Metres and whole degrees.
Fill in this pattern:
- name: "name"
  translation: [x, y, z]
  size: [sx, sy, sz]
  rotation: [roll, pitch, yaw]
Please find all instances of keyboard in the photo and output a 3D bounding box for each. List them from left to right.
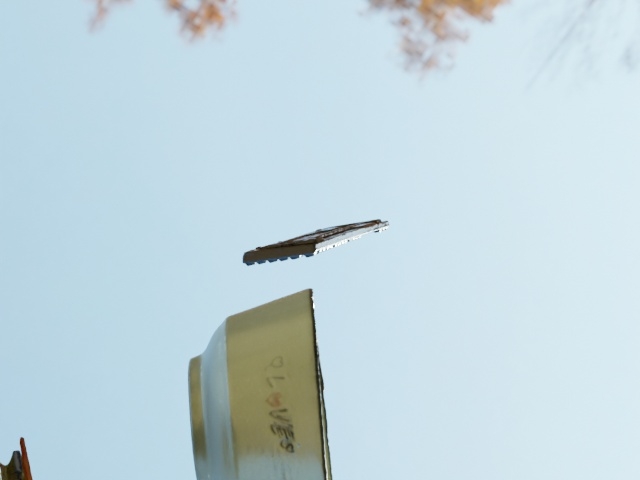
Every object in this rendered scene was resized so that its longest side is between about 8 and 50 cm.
- name: "keyboard"
  translation: [0.000, 0.000, 1.328]
  size: [0.204, 0.061, 0.013]
  rotation: [-17, -82, -71]

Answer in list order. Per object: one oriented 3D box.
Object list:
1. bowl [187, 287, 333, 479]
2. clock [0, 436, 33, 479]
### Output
- name: "bowl"
  translation: [-0.055, 0.165, 1.537]
  size: [0.126, 0.238, 0.238]
  rotation: [-4, -138, -1]
- name: "clock"
  translation: [-0.248, 0.272, 1.334]
  size: [0.071, 0.277, 0.293]
  rotation: [-11, -152, -11]
